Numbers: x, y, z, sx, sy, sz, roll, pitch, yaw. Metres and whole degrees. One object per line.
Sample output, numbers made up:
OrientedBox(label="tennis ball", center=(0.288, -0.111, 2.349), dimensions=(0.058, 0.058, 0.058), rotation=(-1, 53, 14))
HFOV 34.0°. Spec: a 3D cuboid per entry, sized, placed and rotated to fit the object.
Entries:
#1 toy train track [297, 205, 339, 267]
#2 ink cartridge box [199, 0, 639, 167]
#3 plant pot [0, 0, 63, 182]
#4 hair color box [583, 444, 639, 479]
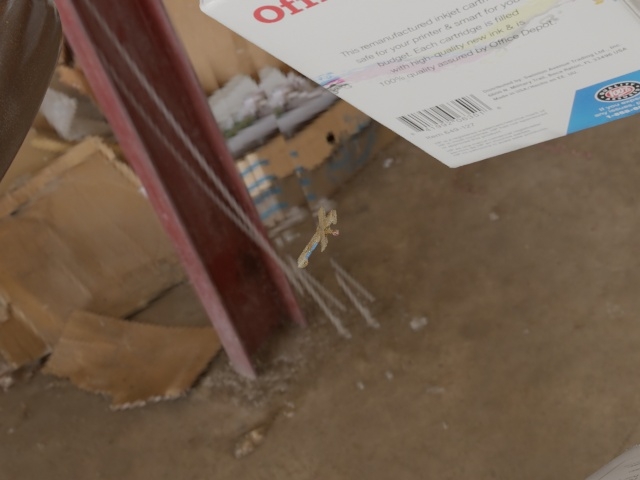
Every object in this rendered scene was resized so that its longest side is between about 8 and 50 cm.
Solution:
OrientedBox(label="toy train track", center=(0.000, 0.000, 0.991), dimensions=(0.014, 0.083, 0.048), rotation=(12, 51, -21))
OrientedBox(label="ink cartridge box", center=(0.077, -0.171, 0.563), dimensions=(0.171, 0.233, 0.168), rotation=(-14, 65, 35))
OrientedBox(label="plant pot", center=(-0.320, -0.091, 0.802), dimensions=(0.215, 0.215, 0.230), rotation=(-12, 53, 13))
OrientedBox(label="hair color box", center=(0.184, 0.161, 0.488), dimensions=(0.174, 0.105, 0.347), rotation=(-27, -12, 33))
